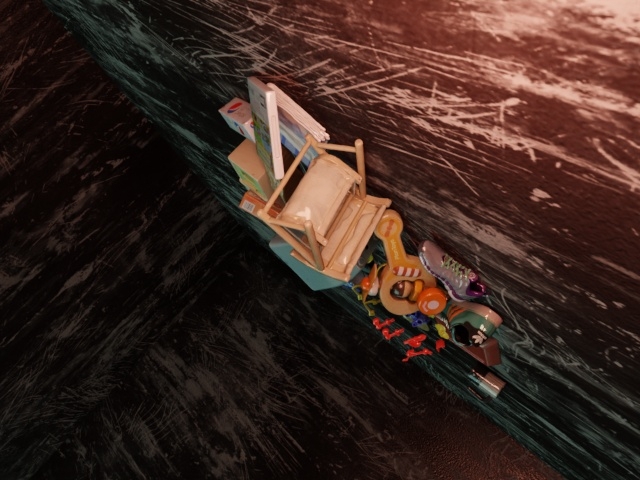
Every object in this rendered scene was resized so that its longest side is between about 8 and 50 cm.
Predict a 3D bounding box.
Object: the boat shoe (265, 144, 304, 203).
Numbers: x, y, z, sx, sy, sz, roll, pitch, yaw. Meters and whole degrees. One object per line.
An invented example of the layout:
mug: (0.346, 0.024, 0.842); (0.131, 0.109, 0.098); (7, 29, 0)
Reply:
boat shoe: (-0.123, -0.224, 1.660); (0.089, 0.105, 0.285); (40, 160, 34)

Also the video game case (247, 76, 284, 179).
video game case: (-0.136, -0.283, 1.218); (0.227, 0.026, 0.206); (-127, 28, -58)

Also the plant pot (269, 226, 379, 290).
plant pot: (0.043, -0.003, 1.587); (0.252, 0.247, 0.248); (-5, 134, 51)

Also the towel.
towel: (-0.072, -0.296, 1.339); (0.209, 0.034, 0.285); (42, 170, 1)

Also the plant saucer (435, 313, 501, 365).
plant saucer: (0.517, 0.345, 1.767); (0.259, 0.047, 0.258); (35, 168, 35)

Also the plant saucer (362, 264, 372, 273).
plant saucer: (0.175, 0.109, 1.974); (0.067, 0.018, 0.192); (36, -174, 31)

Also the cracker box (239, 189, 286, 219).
cracker box: (-0.199, -0.149, 1.912); (0.156, 0.067, 0.232); (30, -155, 1)

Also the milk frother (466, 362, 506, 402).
milk frother: (0.687, 0.583, 2.036); (0.135, 0.129, 0.143); (37, -149, 28)

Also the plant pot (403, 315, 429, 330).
plant pot: (0.379, 0.299, 2.119); (0.236, 0.032, 0.236); (39, 170, 9)

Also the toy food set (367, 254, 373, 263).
toy food set: (0.101, 0.026, 1.906); (0.218, 0.071, 0.128); (38, 169, 22)

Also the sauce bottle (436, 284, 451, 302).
sauce bottle: (0.358, 0.152, 1.575); (0.128, 0.042, 0.042); (42, 171, 27)

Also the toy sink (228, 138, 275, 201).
toy sink: (-0.215, -0.243, 1.792); (0.153, 0.131, 0.234); (39, 170, 19)

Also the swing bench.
swing bench: (0.020, -0.077, 1.202); (0.165, 0.253, 0.254); (15, 155, 35)

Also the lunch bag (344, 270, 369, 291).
lunch bag: (0.091, 0.134, 2.282); (0.243, 0.115, 0.303); (43, 171, -18)

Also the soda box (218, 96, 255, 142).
soda box: (-0.220, -0.356, 1.444); (0.216, 0.074, 0.069); (40, 167, 51)

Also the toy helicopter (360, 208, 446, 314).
toy helicopter: (0.204, 0.071, 1.392); (0.140, 0.235, 0.354); (-93, -15, -58)

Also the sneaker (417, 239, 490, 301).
sneaker: (0.345, 0.070, 1.265); (0.224, 0.083, 0.098); (44, 146, -25)

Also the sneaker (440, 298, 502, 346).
sneaker: (0.429, 0.256, 1.515); (0.108, 0.121, 0.302); (42, 170, -4)

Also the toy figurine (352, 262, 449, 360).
toy figurine: (0.279, 0.200, 1.683); (0.362, 0.191, 0.217); (52, -156, -13)

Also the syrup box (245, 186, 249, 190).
syrup box: (-0.202, -0.179, 2.103); (0.237, 0.096, 0.093); (45, 171, -21)
